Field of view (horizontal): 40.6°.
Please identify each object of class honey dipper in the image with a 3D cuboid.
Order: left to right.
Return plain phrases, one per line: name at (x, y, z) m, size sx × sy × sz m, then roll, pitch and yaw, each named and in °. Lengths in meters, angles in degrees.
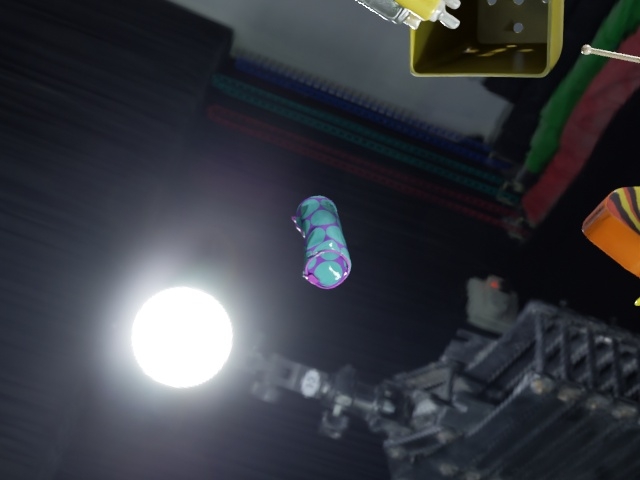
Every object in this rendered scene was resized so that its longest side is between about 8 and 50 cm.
honey dipper at (0.570, -0.342, 1.618) m, size 0.030 × 0.160 × 0.030 m, roll 15°, pitch 90°, yaw -74°

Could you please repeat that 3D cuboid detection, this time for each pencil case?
pencil case at (0.000, 0.000, 1.238) m, size 0.070 × 0.064 × 0.152 m, roll -24°, pitch -147°, yaw 10°

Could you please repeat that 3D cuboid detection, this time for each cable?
cable at (0.028, -0.324, 0.966) m, size 0.072 × 0.287 × 0.139 m, roll -52°, pitch -150°, yaw 22°

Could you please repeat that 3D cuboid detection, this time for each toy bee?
toy bee at (0.442, 0.049, 0.975) m, size 0.162 × 0.298 × 0.195 m, roll -32°, pitch -176°, yaw -33°

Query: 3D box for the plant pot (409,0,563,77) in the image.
plant pot at (0.267, -0.359, 1.285) m, size 0.187 × 0.212 × 0.212 m, roll -25°, pitch 117°, yaw -55°
